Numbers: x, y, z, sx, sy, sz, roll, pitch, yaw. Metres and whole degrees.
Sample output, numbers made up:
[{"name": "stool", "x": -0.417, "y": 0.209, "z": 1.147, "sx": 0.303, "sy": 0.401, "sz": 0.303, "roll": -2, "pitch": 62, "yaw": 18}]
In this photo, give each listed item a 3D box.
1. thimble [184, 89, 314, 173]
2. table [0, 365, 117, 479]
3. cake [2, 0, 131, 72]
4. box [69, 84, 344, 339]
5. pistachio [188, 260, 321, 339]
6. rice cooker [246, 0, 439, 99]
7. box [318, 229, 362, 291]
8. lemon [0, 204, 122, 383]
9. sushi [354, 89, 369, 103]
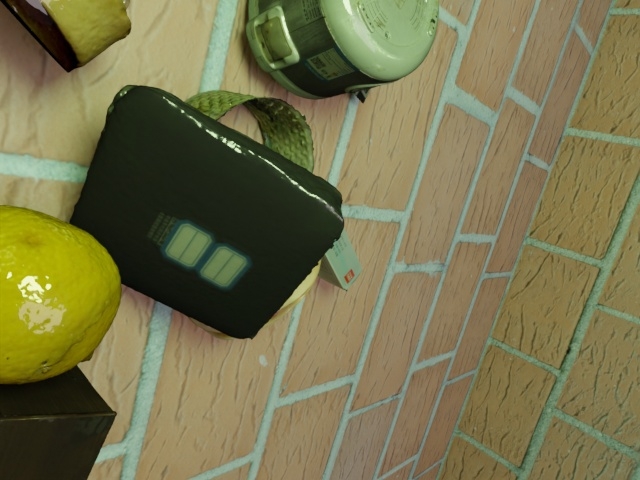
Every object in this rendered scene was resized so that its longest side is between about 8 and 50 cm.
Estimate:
[{"name": "thimble", "x": -0.152, "y": -0.132, "z": 0.842, "sx": 0.271, "sy": 0.150, "sz": 0.270, "roll": -24, "pitch": 126, "yaw": -38}, {"name": "table", "x": -0.454, "y": 0.283, "z": 0.683, "sx": 0.172, "sy": 0.193, "sz": 0.169, "roll": 24, "pitch": 91, "yaw": -51}, {"name": "cake", "x": -0.293, "y": -0.321, "z": 0.537, "sx": 0.178, "sy": 0.208, "sz": 0.185, "roll": -40, "pitch": 133, "yaw": -9}, {"name": "box", "x": -0.180, "y": -0.017, "z": 0.693, "sx": 0.350, "sy": 0.091, "sz": 0.359, "roll": 30, "pitch": 125, "yaw": -14}, {"name": "pistachio", "x": -0.130, "y": 0.079, "z": 0.949, "sx": 0.299, "sy": 0.188, "sz": 0.187, "roll": -41, "pitch": 136, "yaw": -15}, {"name": "rice cooker", "x": 0.034, "y": -0.398, "z": 0.815, "sx": 0.289, "sy": 0.277, "sz": 0.288, "roll": -3, "pitch": 95, "yaw": -41}, {"name": "box", "x": 0.000, "y": 0.000, "z": 1.092, "sx": 0.079, "sy": 0.135, "sz": 0.269, "roll": -48, "pitch": 138, "yaw": -20}, {"name": "lemon", "x": -0.402, "y": 0.068, "z": 0.605, "sx": 0.254, "sy": 0.228, "sz": 0.228, "roll": 28, "pitch": 87, "yaw": -18}, {"name": "sushi", "x": 0.093, "y": -0.432, "z": 1.057, "sx": 0.139, "sy": 0.031, "sz": 0.200, "roll": 35, "pitch": 79, "yaw": -50}]
